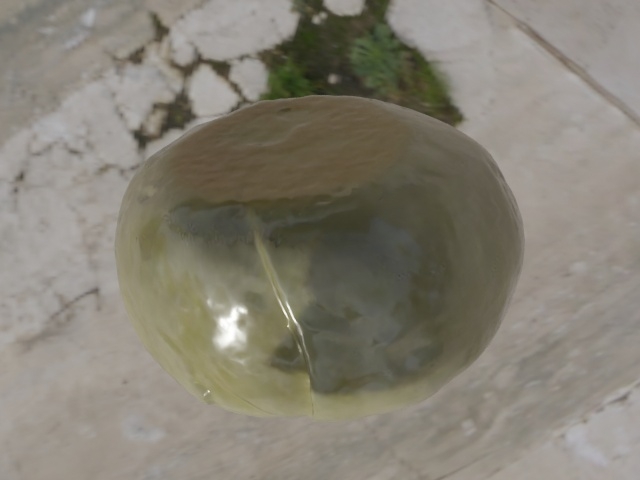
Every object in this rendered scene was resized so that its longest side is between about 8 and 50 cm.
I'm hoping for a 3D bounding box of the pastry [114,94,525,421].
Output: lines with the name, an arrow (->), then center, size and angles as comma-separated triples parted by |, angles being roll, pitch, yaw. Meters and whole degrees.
pastry -> 0.000, 0.000, 0.627 | 0.156, 0.156, 0.092 | 5, 122, 21
